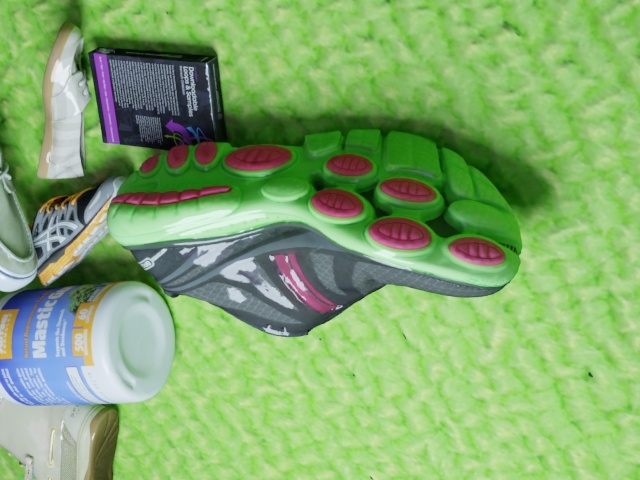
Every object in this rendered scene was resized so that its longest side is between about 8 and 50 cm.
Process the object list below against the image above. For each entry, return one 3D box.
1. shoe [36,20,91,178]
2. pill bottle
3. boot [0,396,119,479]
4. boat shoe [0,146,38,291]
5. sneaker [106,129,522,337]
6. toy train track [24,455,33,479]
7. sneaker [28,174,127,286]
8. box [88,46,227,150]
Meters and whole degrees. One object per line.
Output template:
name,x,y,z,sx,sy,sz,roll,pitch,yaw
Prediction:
shoe,-0.297,-0.162,1.634,0.058,0.076,0.219,12,129,-5
pill bottle,-0.335,0.134,1.754,0.272,0.152,0.152,-6,112,30
boot,-0.395,0.304,1.913,0.203,0.095,0.262,23,122,15
boat shoe,-0.426,-0.082,1.662,0.094,0.109,0.302,-31,91,32
sneaker,0.000,0.000,1.519,0.483,0.185,0.202,5,137,28
toy train track,-0.400,0.329,1.865,0.048,0.014,0.083,21,119,18
sneaker,-0.309,-0.023,1.703,0.215,0.084,0.083,-39,88,38
box,-0.188,-0.162,1.596,0.162,0.029,0.116,9,120,25
